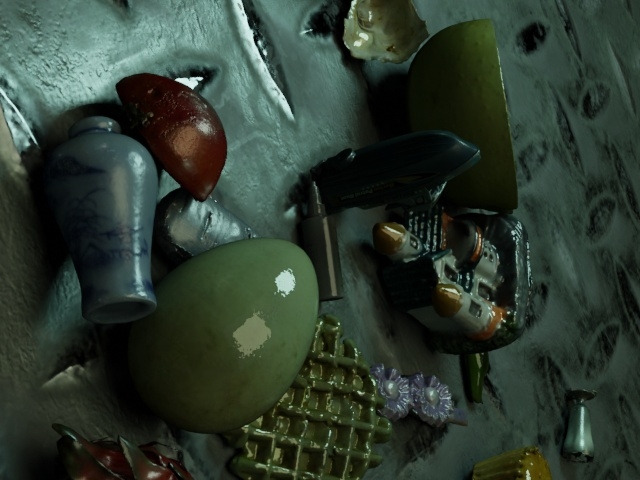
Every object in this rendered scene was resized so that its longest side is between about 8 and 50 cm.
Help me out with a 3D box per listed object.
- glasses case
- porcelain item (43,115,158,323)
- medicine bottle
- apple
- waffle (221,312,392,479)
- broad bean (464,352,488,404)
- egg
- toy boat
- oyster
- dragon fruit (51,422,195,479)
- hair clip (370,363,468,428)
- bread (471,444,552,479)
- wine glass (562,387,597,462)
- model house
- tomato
[{"bbox_3d":[-0.131,0.026,1.364,0.282,0.067,0.109,41,49,-37],"label":"glasses case"},{"bbox_3d":[-0.262,-0.030,1.152,0.141,0.141,0.259,12,56,-47],"label":"porcelain item"},{"bbox_3d":[0.000,0.000,1.533,0.057,0.057,0.199,4,76,-49],"label":"medicine bottle"},{"bbox_3d":[0.302,-0.222,1.767,0.320,0.311,0.360,-8,92,-38],"label":"apple"},{"bbox_3d":[-0.015,0.272,1.413,0.309,0.056,0.292,-32,101,-42],"label":"waffle"},{"bbox_3d":[0.300,0.174,1.845,0.060,0.043,0.297,0,78,-38],"label":"broad bean"},{"bbox_3d":[-0.115,0.115,1.220,0.295,0.218,0.218,-44,114,-26],"label":"egg"},{"bbox_3d":[0.134,-0.111,1.539,0.122,0.296,0.114,55,44,-28],"label":"toy boat"},{"bbox_3d":[0.122,-0.433,1.764,0.161,0.107,0.233,8,74,-8],"label":"oyster"},{"bbox_3d":[-0.229,0.321,1.073,0.274,0.192,0.193,56,12,-2],"label":"dragon fruit"},{"bbox_3d":[0.148,0.276,1.621,0.292,0.084,0.106,23,45,-39],"label":"hair clip"},{"bbox_3d":[0.369,0.504,1.732,0.240,0.139,0.240,-11,90,-75],"label":"bread"},{"bbox_3d":[0.579,0.410,2.080,0.072,0.072,0.155,37,52,-37],"label":"wine glass"},{"bbox_3d":[0.221,0.035,1.680,0.301,0.190,0.271,31,59,-39],"label":"model house"},{"bbox_3d":[-0.185,-0.152,1.260,0.189,0.099,0.173,57,5,27],"label":"tomato"}]
